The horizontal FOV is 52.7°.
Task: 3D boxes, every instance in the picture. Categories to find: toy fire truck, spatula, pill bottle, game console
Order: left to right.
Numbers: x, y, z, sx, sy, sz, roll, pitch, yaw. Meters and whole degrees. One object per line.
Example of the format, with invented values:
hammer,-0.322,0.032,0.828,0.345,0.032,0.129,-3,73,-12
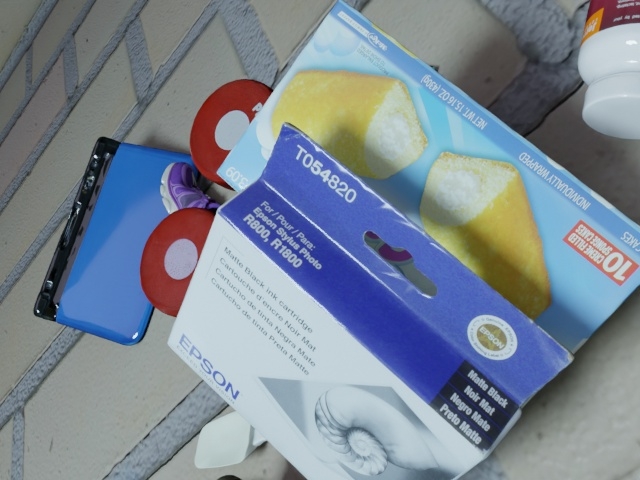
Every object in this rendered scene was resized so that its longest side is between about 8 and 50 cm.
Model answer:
game console,-0.314,0.004,1.026,0.250,0.173,0.293,149,140,-76
spatula,-0.039,0.227,0.589,0.242,0.019,0.168,-25,45,34
toy fire truck,0.000,0.000,0.595,0.253,0.169,0.302,15,83,31
pill bottle,0.233,-0.154,0.458,0.086,0.086,0.152,2,72,48

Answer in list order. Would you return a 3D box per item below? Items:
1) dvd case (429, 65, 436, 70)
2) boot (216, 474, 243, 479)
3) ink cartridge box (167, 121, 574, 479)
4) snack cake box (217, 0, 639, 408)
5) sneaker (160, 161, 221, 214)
dvd case,0.050,-0.172,0.683,0.119,0.087,0.013,25,132,49
boot,-0.028,0.297,0.492,0.208,0.076,0.190,14,87,36
ink cartridge box,0.007,0.074,0.431,0.223,0.045,0.224,40,133,12
snack cake box,0.076,-0.022,0.457,0.264,0.089,0.152,41,103,13
sneaker,-0.163,-0.043,0.871,0.071,0.068,0.170,-32,57,14
